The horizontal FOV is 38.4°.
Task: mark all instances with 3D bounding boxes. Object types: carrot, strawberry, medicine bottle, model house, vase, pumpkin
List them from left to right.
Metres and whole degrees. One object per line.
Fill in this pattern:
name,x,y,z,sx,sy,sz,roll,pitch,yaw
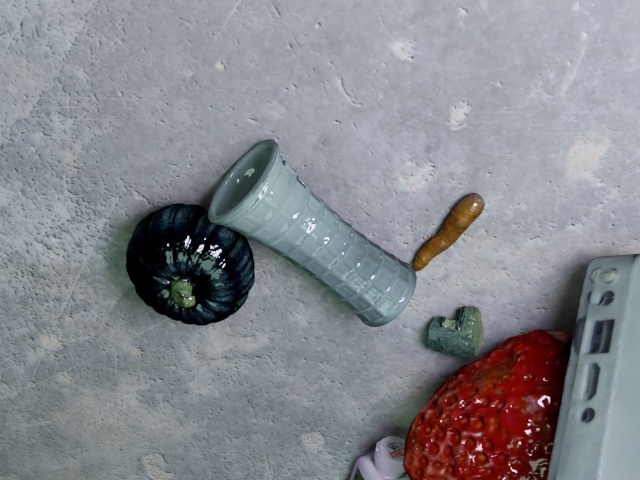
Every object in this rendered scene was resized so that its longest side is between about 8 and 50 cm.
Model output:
pumpkin,-0.190,0.036,1.345,0.194,0.150,0.194,26,136,28
vase,0.000,0.000,1.308,0.299,0.143,0.143,37,120,-24
medicine bottle,0.105,0.437,1.613,0.078,0.115,0.219,-14,134,-34
carrot,0.185,-0.008,1.345,0.035,0.036,0.165,27,125,-14
model house,0.208,0.142,1.440,0.083,0.066,0.079,3,138,24
strawberry,0.313,0.290,1.403,0.310,0.292,0.292,-18,124,40

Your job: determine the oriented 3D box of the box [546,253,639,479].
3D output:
box,0.470,0.264,1.272,0.111,0.396,0.396,-13,139,46
